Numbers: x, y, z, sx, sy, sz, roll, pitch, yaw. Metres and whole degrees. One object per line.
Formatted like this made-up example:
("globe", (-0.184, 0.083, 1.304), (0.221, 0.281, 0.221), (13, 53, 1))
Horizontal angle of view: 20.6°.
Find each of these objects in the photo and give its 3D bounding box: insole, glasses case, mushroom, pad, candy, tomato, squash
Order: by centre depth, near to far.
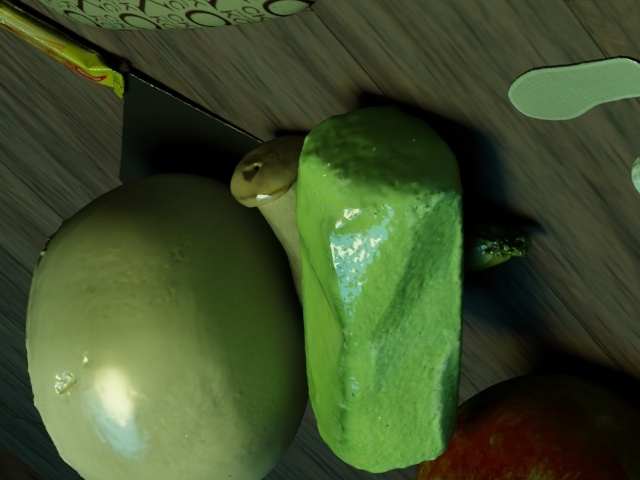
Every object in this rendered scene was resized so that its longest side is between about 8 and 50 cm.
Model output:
("insole", (0.179, -0.105, 1.224), (0.053, 0.002, 0.152), (42, 157, -23))
("glasses case", (-0.126, -0.218, 1.280), (0.354, 0.085, 0.137), (6, 146, 50))
("candy", (0.049, 0.046, 1.467), (0.132, 0.142, 0.344), (-6, 134, -4))
("squash", (0.116, 0.008, 1.496), (0.052, 0.052, 0.183), (38, 160, -15))
("mushroom", (0.009, 0.005, 1.579), (0.108, 0.096, 0.247), (16, 149, 37))
("tomato", (0.223, 0.242, 1.637), (0.270, 0.223, 0.270), (19, 136, 19))
("pad", (-0.122, -0.073, 1.708), (0.159, 0.009, 0.265), (28, 159, 3))

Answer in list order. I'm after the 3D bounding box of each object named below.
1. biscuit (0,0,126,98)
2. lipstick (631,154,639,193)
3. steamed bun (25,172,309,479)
("biscuit", (-0.301, -0.215, 1.616), (0.292, 0.026, 0.048), (30, 167, 6))
("lipstick", (0.255, -0.058, 1.183), (0.037, 0.037, 0.116), (36, 155, -12))
("steamed bun", (-0.122, 0.093, 1.656), (0.206, 0.324, 0.324), (-4, 145, 20))
